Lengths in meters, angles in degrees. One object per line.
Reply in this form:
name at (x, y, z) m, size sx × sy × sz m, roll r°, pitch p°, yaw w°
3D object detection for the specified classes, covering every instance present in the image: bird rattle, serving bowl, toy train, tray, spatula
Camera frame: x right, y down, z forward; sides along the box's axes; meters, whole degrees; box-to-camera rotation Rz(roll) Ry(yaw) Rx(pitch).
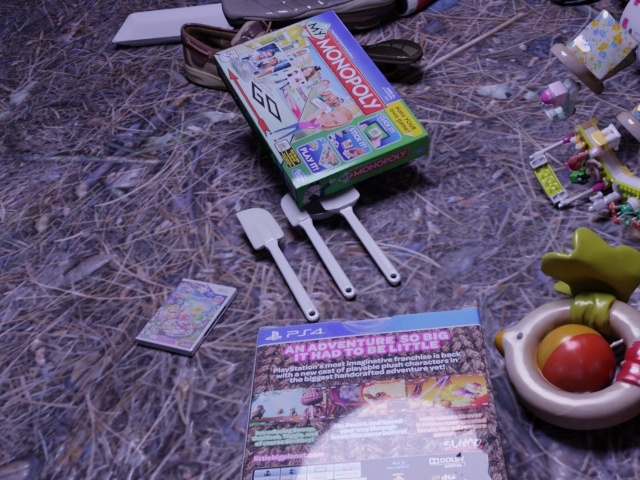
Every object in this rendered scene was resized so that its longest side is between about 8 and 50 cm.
bird rattle at (0.306, 0.127, 0.931) m, size 0.207 × 0.143 × 0.253 m, roll -27°, pitch 52°, yaw -1°
serving bowl at (-0.003, -0.058, 1.282) m, size 0.083 × 0.027 × 0.083 m, roll -5°, pitch 46°, yaw 5°
toy train at (0.381, -0.111, 1.262) m, size 0.024 × 0.017 × 0.083 m, roll 0°, pitch 38°, yaw 32°
tray at (-0.304, -0.465, 1.885) m, size 0.270 × 0.030 × 0.145 m, roll -3°, pitch 39°, yaw 11°
spatula at (0.000, 0.000, 1.192) m, size 0.168 × 0.019 × 0.242 m, roll -23°, pitch 46°, yaw -12°

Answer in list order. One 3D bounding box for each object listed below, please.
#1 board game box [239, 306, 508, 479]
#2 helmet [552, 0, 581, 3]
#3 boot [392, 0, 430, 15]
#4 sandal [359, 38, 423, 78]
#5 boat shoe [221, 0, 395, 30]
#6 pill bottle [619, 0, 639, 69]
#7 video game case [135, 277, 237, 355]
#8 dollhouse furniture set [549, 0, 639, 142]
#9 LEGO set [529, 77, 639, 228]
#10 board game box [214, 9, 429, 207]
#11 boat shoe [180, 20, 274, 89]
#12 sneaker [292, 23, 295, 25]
board game box at (0.054, 0.220, 0.822) m, size 0.232 × 0.141 × 0.291 m, roll -6°, pitch 38°, yaw 7°
helmet at (0.490, -0.559, 1.674) m, size 0.169 × 0.161 × 0.169 m, roll -14°, pitch 34°, yaw 10°
boot at (0.179, -0.601, 1.784) m, size 0.176 × 0.244 × 0.088 m, roll -33°, pitch 8°, yaw -26°
sandal at (0.097, -0.322, 1.579) m, size 0.219 × 0.060 × 0.090 m, roll 2°, pitch 31°, yaw 40°
boat shoe at (-0.015, -0.447, 1.703) m, size 0.355 × 0.130 × 0.132 m, roll -8°, pitch 55°, yaw -9°
pill bottle at (0.585, -0.280, 1.305) m, size 0.160 × 0.160 × 0.283 m, roll -14°, pitch 38°, yaw -4°
video game case at (-0.175, 0.099, 1.145) m, size 0.087 × 0.011 × 0.122 m, roll 9°, pitch 42°, yaw 25°
dollhouse furniture set at (0.529, -0.237, 1.036) m, size 0.362 × 0.256 × 0.394 m, roll -44°, pitch 72°, yaw 19°
LEGO set at (0.365, -0.080, 1.151) m, size 0.107 × 0.132 × 0.287 m, roll -26°, pitch 50°, yaw 0°
board game box at (-0.006, -0.211, 1.321) m, size 0.214 × 0.046 × 0.317 m, roll -24°, pitch 56°, yaw -11°
boat shoe at (-0.124, -0.342, 1.602) m, size 0.342 × 0.123 × 0.123 m, roll 19°, pitch 47°, yaw 33°
sneaker at (-0.012, -0.224, 1.461) m, size 0.145 × 0.090 × 0.270 m, roll -44°, pitch 67°, yaw 19°
